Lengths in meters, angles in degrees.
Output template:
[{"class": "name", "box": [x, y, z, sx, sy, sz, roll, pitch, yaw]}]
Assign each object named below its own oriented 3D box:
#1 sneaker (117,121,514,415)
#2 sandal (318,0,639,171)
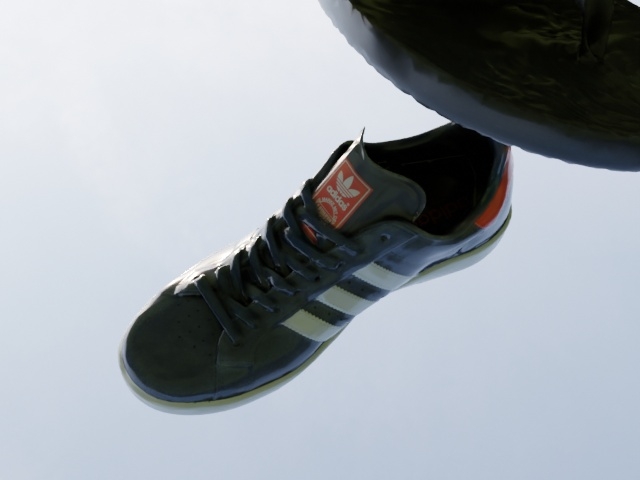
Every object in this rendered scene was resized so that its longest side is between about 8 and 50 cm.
[{"class": "sneaker", "box": [0.000, 0.000, 0.683, 0.350, 0.148, 0.131, -31, -116, -17]}, {"class": "sandal", "box": [0.059, -0.201, 0.519, 0.168, 0.107, 0.445, -16, -129, -24]}]
